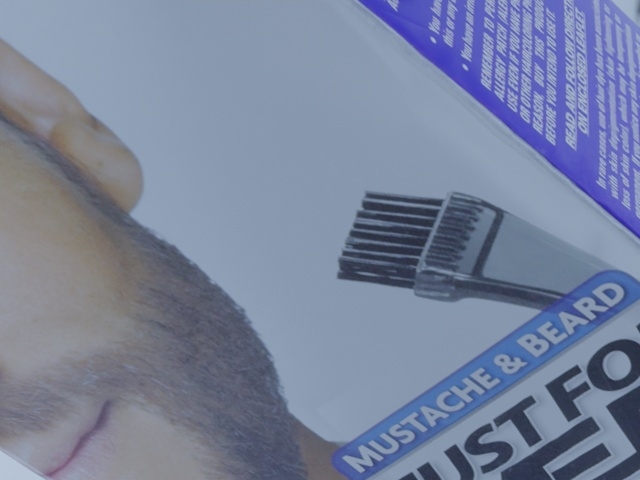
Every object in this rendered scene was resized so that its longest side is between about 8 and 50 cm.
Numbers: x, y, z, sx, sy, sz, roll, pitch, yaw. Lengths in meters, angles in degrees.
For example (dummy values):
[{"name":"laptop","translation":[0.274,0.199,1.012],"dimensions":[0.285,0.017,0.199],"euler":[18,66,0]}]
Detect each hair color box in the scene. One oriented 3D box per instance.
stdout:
[{"name":"hair color box","translation":[0.000,0.000,0.509],"dimensions":[0.339,0.185,0.110],"euler":[38,36,-23]}]
